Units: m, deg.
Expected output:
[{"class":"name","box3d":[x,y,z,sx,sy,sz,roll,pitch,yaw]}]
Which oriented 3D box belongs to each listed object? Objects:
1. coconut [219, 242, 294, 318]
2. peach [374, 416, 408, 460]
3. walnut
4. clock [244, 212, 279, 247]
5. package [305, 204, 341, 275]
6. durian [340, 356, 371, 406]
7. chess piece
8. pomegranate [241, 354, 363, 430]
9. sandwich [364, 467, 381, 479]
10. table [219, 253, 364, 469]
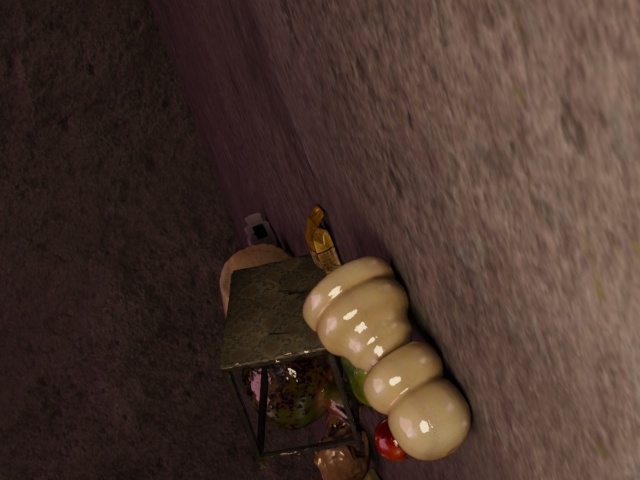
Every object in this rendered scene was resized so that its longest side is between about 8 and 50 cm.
[{"class":"coconut","box3d":[-0.159,0.151,2.362,0.244,0.239,0.239,86,161,-44]},{"class":"peach","box3d":[0.145,0.425,1.799,0.098,0.061,0.098,156,90,-87]},{"class":"walnut","box3d":[0.070,0.589,2.298,0.238,0.141,0.204,-64,-33,-73]},{"class":"clock","box3d":[-0.171,0.015,2.554,0.117,0.080,0.176,81,164,-51]},{"class":"package","box3d":[0.000,0.000,1.703,0.071,0.047,0.131,-125,14,-63]},{"class":"durian","box3d":[0.093,0.221,1.512,0.250,0.101,0.139,-114,11,-55]},{"class":"chess piece","box3d":[0.113,0.181,1.255,0.300,0.167,0.167,55,165,28]},{"class":"pomegranate","box3d":[-0.027,0.349,2.113,0.340,0.285,0.285,21,143,30]},{"class":"sandwich","box3d":[0.158,0.728,2.342,0.163,0.079,0.113,52,163,54]},{"class":"table","box3d":[-0.053,0.239,1.740,0.335,0.222,0.272,-91,-14,-60]}]
